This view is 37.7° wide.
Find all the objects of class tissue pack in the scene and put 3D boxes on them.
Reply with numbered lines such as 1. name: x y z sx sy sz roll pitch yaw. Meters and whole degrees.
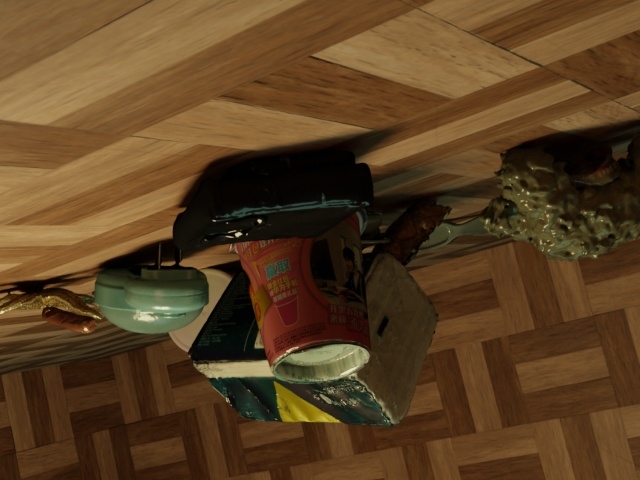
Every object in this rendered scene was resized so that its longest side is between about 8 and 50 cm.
1. tissue pack: -0.019 0.195 1.825 0.416 0.253 0.264 -8 -137 41

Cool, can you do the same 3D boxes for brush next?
1. brush: 0.313 -0.023 2.327 0.296 0.068 0.060 -11 -168 -33

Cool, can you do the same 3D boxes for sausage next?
1. sausage: -0.490 0.151 1.806 0.157 0.036 0.042 11 -175 41

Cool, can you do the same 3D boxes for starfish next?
1. starfish: -0.529 0.119 1.757 0.277 0.062 0.236 -2 180 9

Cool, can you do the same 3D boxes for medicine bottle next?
1. medicine bottle: -0.219 0.191 2.221 0.241 0.241 0.302 -15 164 11

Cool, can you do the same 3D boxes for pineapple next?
1. pineapple: 0.169 -0.009 1.857 0.225 0.076 0.225 -45 179 -1

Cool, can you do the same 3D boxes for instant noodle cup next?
1. instant noodle cup: -0.018 0.087 1.529 0.243 0.255 0.244 -7 151 -4

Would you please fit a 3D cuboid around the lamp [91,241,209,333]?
1. lamp: -0.299 0.095 1.707 0.209 0.147 0.284 -3 167 -26

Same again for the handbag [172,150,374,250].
1. handbag: -0.073 -0.048 1.286 0.244 0.088 0.275 -9 175 -18

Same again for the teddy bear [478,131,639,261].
1. teddy bear: 0.444 -0.086 1.693 0.357 0.225 0.367 -14 -172 -10

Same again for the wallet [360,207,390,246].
1. wallet: 0.000 0.000 1.824 0.223 0.077 0.309 -9 174 -11
